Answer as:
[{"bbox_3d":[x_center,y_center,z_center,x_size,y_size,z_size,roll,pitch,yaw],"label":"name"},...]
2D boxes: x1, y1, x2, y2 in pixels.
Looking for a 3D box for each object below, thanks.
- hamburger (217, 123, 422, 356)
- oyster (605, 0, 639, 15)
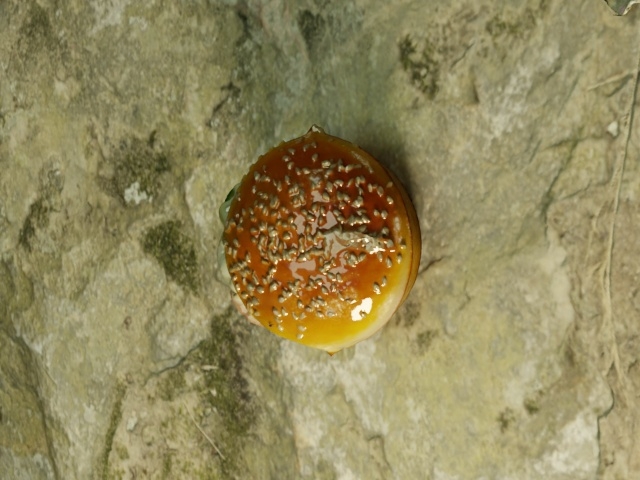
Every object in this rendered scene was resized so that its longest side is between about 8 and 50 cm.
[{"bbox_3d":[0.002,0.004,1.656,0.237,0.147,0.237,8,102,42],"label":"hamburger"},{"bbox_3d":[0.256,-0.244,1.449,0.093,0.034,0.051,55,146,12],"label":"oyster"}]
